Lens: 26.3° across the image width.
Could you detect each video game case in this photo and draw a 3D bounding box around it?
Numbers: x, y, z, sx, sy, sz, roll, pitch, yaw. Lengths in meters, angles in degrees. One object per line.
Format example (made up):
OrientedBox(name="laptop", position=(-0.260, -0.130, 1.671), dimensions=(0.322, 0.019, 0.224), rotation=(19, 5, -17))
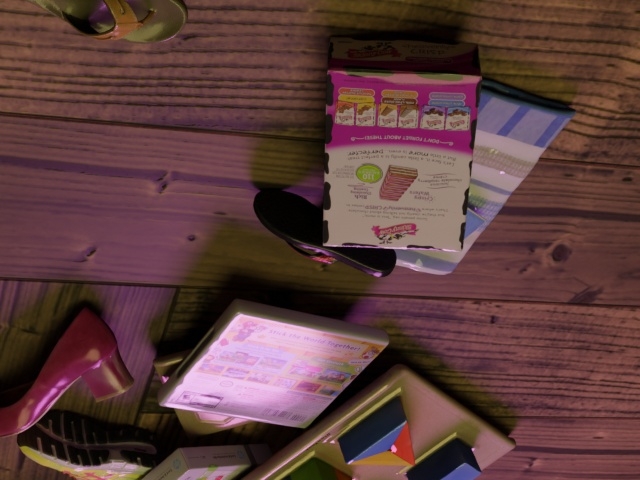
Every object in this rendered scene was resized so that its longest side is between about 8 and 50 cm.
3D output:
OrientedBox(name="video game case", position=(-0.060, 0.160, 1.728), dimensions=(0.227, 0.026, 0.206), rotation=(14, 134, -32))

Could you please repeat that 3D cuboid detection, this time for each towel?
OrientedBox(name="towel", position=(0.140, -0.070, 1.590), dimensions=(0.209, 0.034, 0.285), rotation=(13, 131, -29))

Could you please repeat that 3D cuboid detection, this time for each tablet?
OrientedBox(name="tablet", position=(0.153, -0.024, 1.615), dimensions=(0.054, 0.006, 0.083), rotation=(-41, 136, 21))

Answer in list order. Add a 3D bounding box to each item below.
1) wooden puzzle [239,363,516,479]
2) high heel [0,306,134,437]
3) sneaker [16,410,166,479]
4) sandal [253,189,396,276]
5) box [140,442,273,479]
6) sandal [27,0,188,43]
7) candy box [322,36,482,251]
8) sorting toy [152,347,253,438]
OrientedBox(name="wooden puzzle", position=(0.083, 0.340, 1.945), dimensions=(0.322, 0.080, 0.348), rotation=(-39, 138, 16))
OrientedBox(name="high heel", position=(-0.356, 0.164, 1.684), dimensions=(0.244, 0.082, 0.117), rotation=(-18, 111, 21))
OrientedBox(name="sneaker", position=(-0.312, 0.292, 1.813), dimensions=(0.208, 0.081, 0.094), rotation=(20, 130, -33))
OrientedBox(name="sandal", position=(0.000, 0.000, 1.566), dimensions=(0.179, 0.067, 0.040), rotation=(26, 138, -7))
OrientedBox(name="box", position=(-0.170, 0.333, 1.886), dimensions=(0.145, 0.038, 0.186), rotation=(-41, 152, 26))
OrientedBox(name="sandal", position=(-0.213, -0.223, 1.308), dimensions=(0.180, 0.049, 0.072), rotation=(15, 130, -30))
OrientedBox(name="candy box", position=(0.083, -0.100, 1.468), dimensions=(0.159, 0.071, 0.233), rotation=(3, 129, 1))
OrientedBox(name="sorting toy", position=(-0.104, 0.179, 1.789), dimensions=(0.193, 0.038, 0.208), rotation=(-15, 143, 0))
